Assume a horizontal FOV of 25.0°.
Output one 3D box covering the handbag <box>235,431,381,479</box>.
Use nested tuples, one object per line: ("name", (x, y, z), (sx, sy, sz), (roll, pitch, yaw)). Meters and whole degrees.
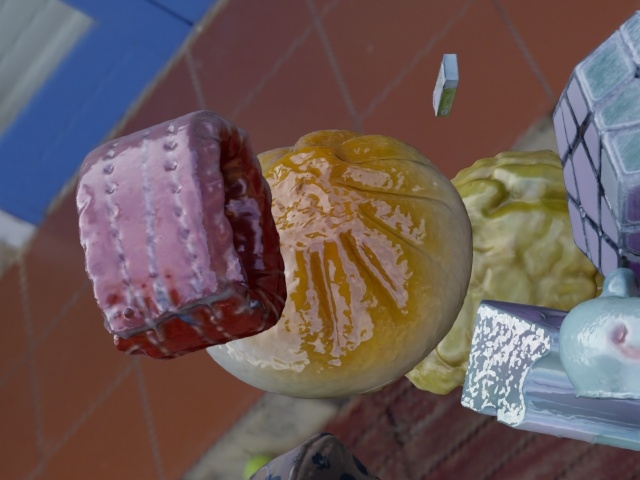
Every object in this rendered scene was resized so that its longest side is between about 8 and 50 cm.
("handbag", (-0.036, 0.359, 1.560), (0.193, 0.190, 0.251), (-35, 20, 39))

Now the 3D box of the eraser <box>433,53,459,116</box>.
("eraser", (0.146, -0.180, 1.678), (0.083, 0.019, 0.038), (101, 170, -65))

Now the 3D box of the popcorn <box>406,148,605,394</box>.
("popcorn", (0.261, 0.043, 2.005), (0.344, 0.390, 0.354), (-130, 45, -69))

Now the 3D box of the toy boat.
("toy boat", (0.235, 0.054, 0.814), (0.208, 0.134, 0.078), (-2, 87, 32))

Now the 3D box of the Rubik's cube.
("Rubik's cube", (0.347, -0.075, 1.206), (0.264, 0.319, 0.319), (-9, 60, 59))

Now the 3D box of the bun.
("bun", (0.000, 0.000, 1.406), (0.299, 0.164, 0.299), (-8, 51, 10))

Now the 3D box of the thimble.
("thimble", (-0.107, -0.004, 1.150), (0.125, 0.163, 0.189), (-16, 60, 14))

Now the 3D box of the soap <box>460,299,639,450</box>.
("soap", (0.328, 0.150, 1.524), (0.208, 0.347, 0.115), (-17, -64, -80))
